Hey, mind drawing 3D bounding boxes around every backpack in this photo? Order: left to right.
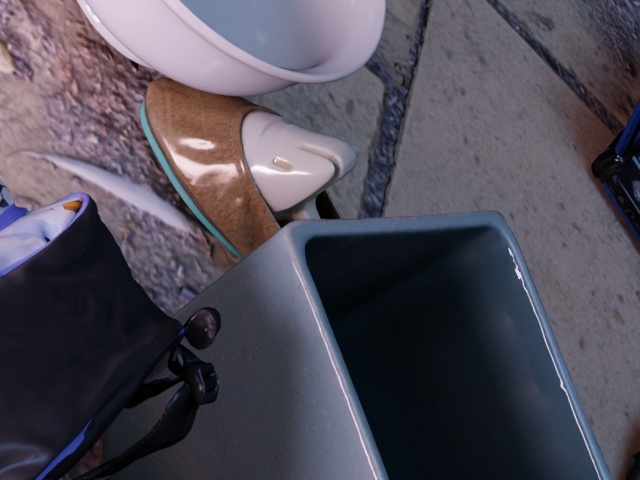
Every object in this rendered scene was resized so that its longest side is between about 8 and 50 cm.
[{"bbox_3d":[-0.232,0.091,0.926,0.213,0.263,0.276,54,32,0],"label":"backpack"}]

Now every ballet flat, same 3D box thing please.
[{"bbox_3d":[0.000,0.000,1.403,0.342,0.124,0.116,58,34,-3],"label":"ballet flat"}]

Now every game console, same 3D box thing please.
[{"bbox_3d":[0.423,-0.127,1.987,0.250,0.173,0.293,56,35,-6],"label":"game console"}]

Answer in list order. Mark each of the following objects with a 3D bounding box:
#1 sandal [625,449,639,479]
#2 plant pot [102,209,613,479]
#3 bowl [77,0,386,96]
[{"bbox_3d":[0.320,0.227,1.721,0.097,0.054,0.254,52,44,0],"label":"sandal"},{"bbox_3d":[0.005,0.146,1.192,0.247,0.252,0.248,-4,69,-53],"label":"plant pot"},{"bbox_3d":[-0.099,-0.222,1.401,0.298,0.134,0.298,28,47,-34],"label":"bowl"}]
